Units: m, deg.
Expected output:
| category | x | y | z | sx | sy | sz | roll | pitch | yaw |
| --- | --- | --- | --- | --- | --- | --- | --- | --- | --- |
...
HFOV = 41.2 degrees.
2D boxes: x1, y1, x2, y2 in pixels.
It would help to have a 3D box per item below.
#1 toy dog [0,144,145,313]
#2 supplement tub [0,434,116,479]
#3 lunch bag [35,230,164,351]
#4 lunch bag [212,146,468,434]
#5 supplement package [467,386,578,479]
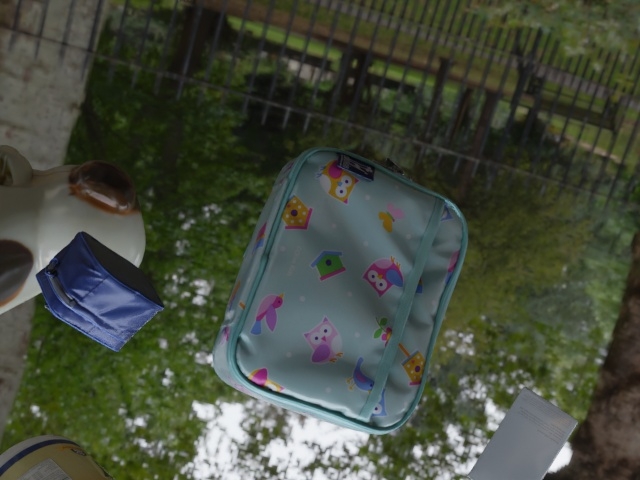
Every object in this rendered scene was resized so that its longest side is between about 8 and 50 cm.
| category | x | y | z | sx | sy | sz | roll | pitch | yaw |
| --- | --- | --- | --- | --- | --- | --- | --- | --- | --- |
| toy dog | -0.464 | -0.011 | 1.256 | 0.407 | 0.285 | 0.395 | -10 | -159 | -26 |
| supplement tub | -0.418 | 0.498 | 1.433 | 0.316 | 0.228 | 0.228 | 27 | -164 | 37 |
| lunch bag | -0.189 | 0.045 | 0.711 | 0.098 | 0.065 | 0.067 | 42 | -176 | -43 |
| lunch bag | 0.030 | 0.049 | 0.892 | 0.224 | 0.279 | 0.108 | 23 | 167 | -12 |
| supplement package | 0.344 | 0.352 | 1.444 | 0.105 | 0.179 | 0.105 | 32 | 177 | 20 |
